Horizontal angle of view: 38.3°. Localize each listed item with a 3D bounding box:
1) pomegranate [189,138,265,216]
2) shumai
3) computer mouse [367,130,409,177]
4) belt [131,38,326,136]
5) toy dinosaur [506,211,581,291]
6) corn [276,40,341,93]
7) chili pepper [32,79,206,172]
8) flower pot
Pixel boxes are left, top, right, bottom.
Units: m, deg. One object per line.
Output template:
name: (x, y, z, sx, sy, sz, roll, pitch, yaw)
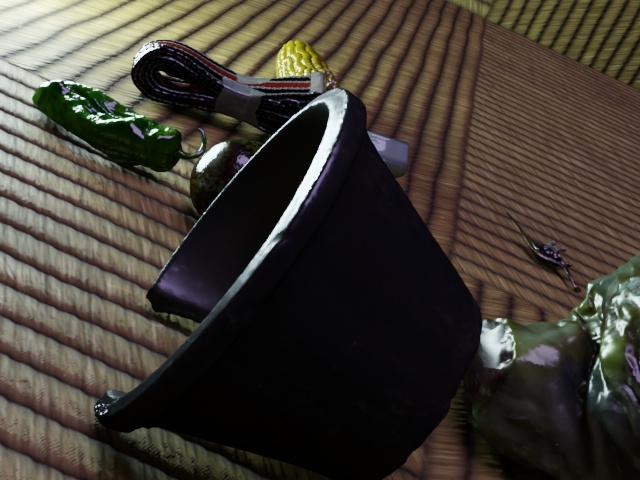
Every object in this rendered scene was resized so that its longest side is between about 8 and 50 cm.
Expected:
pomegranate: (-0.106, -0.050, 1.202, 0.125, 0.163, 0.138, -4, -15, 41)
shumai: (0.295, 0.186, 1.055, 0.263, 0.304, 0.309, -5, 29, 16)
computer mouse: (0.078, -0.154, 1.573, 0.127, 0.079, 0.231, 19, 10, -12)
belt: (-0.132, -0.238, 1.507, 0.359, 0.126, 0.094, 15, 33, -9)
toy dinosaur: (0.382, 0.018, 1.550, 0.180, 0.037, 0.058, 42, 27, 30)
corn: (-0.032, -0.299, 1.707, 0.106, 0.106, 0.305, 15, 23, -19)
chili pepper: (-0.286, -0.159, 1.270, 0.257, 0.074, 0.100, 29, 27, 10)
flower pot: (-0.001, 0.067, 0.875, 0.251, 0.379, 0.379, 38, 24, -13)
